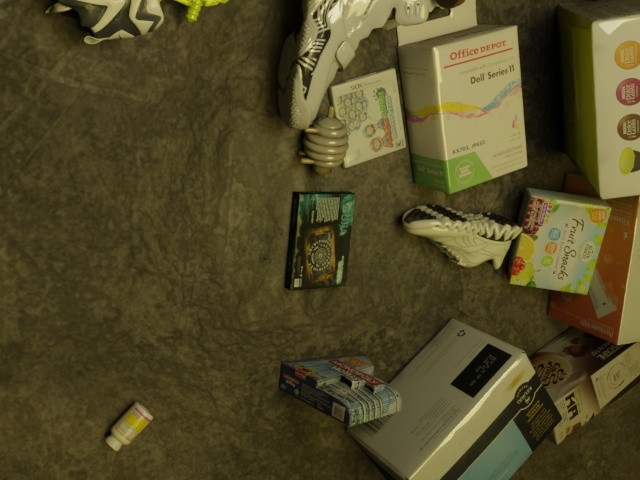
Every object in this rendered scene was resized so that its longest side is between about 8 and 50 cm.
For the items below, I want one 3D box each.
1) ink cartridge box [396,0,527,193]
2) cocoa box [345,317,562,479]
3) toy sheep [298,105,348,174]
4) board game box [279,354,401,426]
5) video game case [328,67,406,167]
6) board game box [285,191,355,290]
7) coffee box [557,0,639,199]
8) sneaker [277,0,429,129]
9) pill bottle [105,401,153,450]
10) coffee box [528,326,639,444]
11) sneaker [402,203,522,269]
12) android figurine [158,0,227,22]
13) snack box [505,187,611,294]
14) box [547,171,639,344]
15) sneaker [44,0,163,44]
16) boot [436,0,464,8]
[{"bbox_3d":[0.273,-0.291,1.583,0.207,0.119,0.353,-21,113,-24],"label":"ink cartridge box"},{"bbox_3d":[0.280,0.382,1.713,0.347,0.231,0.228,-44,122,-14],"label":"cocoa box"},{"bbox_3d":[0.008,-0.178,1.477,0.091,0.091,0.132,-10,127,-29],"label":"toy sheep"},{"bbox_3d":[0.057,0.279,1.600,0.194,0.194,0.060,-6,108,-45],"label":"board game box"},{"bbox_3d":[0.090,-0.230,1.550,0.143,0.019,0.157,-21,114,-25],"label":"video game case"},{"bbox_3d":[0.000,0.000,1.557,0.126,0.026,0.186,-2,104,-31],"label":"board game box"},{"bbox_3d":[0.666,-0.306,1.620,0.335,0.338,0.337,-7,111,7],"label":"coffee box"},{"bbox_3d":[0.058,-0.353,1.397,0.210,0.137,0.365,10,99,-18],"label":"sneaker"},{"bbox_3d":[-0.335,0.325,1.437,0.083,0.043,0.043,-46,122,-11],"label":"pill bottle"},{"bbox_3d":[0.588,0.321,1.923,0.297,0.168,0.118,-29,117,-21],"label":"coffee box"},{"bbox_3d":[0.286,-0.002,1.690,0.292,0.110,0.118,8,109,-32],"label":"sneaker"},{"bbox_3d":[-0.184,-0.478,1.269,0.248,0.056,0.272,19,99,-27],"label":"android figurine"},{"bbox_3d":[0.509,0.002,1.778,0.175,0.070,0.207,9,113,0],"label":"snack box"},{"bbox_3d":[0.665,0.031,1.859,0.168,0.215,0.345,-5,106,-30],"label":"box"},{"bbox_3d":[-0.344,-0.392,1.193,0.153,0.094,0.234,-28,109,-12],"label":"sneaker"},{"bbox_3d":[0.290,-0.573,1.525,0.115,0.112,0.305,7,97,-43],"label":"boot"}]
